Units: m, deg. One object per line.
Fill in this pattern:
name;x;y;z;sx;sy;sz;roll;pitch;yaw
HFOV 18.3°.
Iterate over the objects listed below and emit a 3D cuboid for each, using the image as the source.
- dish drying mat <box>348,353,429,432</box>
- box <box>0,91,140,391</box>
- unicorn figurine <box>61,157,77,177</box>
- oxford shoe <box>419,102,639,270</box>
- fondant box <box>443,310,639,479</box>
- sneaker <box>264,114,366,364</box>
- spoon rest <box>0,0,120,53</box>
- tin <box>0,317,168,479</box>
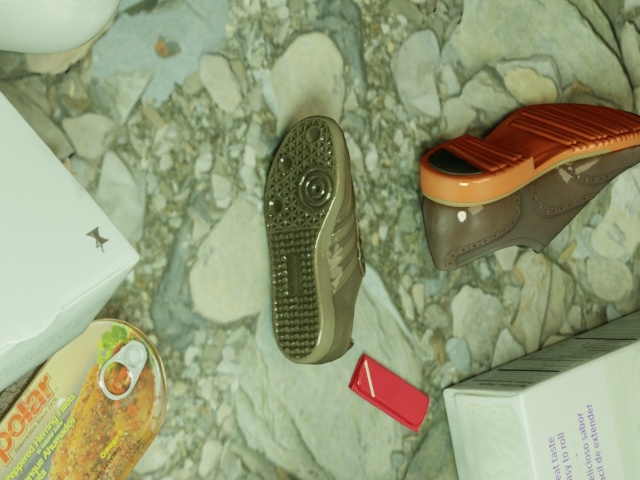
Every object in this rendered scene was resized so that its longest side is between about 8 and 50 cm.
dish drying mat;0.056;0.123;1.590;0.083;0.008;0.032;35;66;-35
box;-0.244;0.010;1.208;0.182;0.119;0.181;50;52;6
unicorn figurine;-0.203;0.026;1.337;0.111;0.060;0.162;2;72;-41
oxford shoe;0.183;-0.049;1.666;0.271;0.097;0.098;-18;121;-36
fondant box;0.267;0.198;1.718;0.330;0.096;0.238;-17;101;-39
sneaker;0.000;0.000;1.519;0.071;0.066;0.188;3;92;-58
spoon rest;-0.226;-0.175;1.315;0.276;0.084;0.137;-32;112;-51
tin;-0.179;0.136;1.363;0.190;0.040;0.106;-54;126;-28
